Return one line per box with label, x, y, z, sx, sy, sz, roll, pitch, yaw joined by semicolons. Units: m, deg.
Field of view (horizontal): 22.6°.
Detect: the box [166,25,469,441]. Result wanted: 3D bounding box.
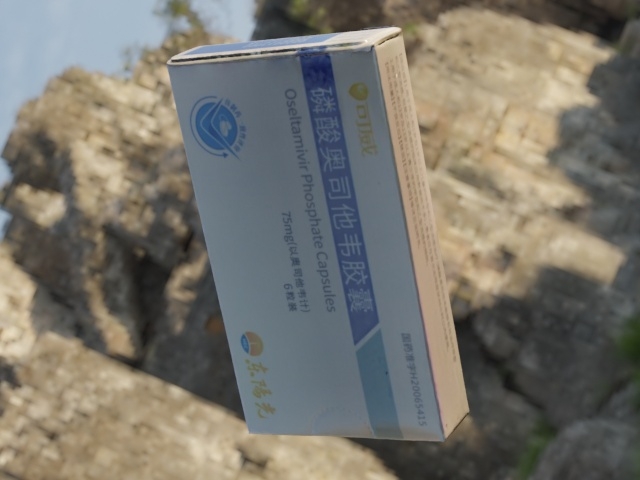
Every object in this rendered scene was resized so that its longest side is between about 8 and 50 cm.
box;0.000;0.000;1.342;0.065;0.200;0.343;-37;-60;-55
